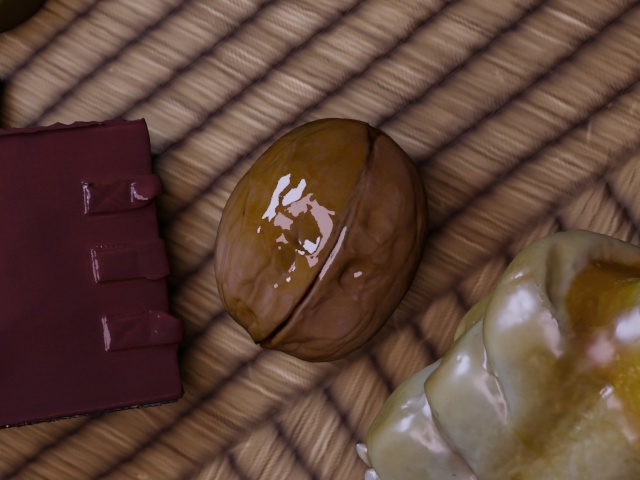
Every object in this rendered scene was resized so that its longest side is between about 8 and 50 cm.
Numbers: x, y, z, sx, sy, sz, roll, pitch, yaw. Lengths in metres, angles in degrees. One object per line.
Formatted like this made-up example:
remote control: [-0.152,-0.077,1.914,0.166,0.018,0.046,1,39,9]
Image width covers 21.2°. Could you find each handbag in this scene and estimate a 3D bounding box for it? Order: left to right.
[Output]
handbag: [-0.259,0.032,1.450,0.275,0.084,0.260,-10,88,-23]

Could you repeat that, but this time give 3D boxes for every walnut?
walnut: [0.000,0.000,1.412,0.167,0.167,0.207,30,99,14]

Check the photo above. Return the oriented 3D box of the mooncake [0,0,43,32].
mooncake: [-0.318,-0.306,1.527,0.235,0.117,0.235,-1,88,18]

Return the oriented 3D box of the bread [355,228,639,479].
bread: [0.219,0.145,1.288,0.300,0.210,0.341,38,126,8]
